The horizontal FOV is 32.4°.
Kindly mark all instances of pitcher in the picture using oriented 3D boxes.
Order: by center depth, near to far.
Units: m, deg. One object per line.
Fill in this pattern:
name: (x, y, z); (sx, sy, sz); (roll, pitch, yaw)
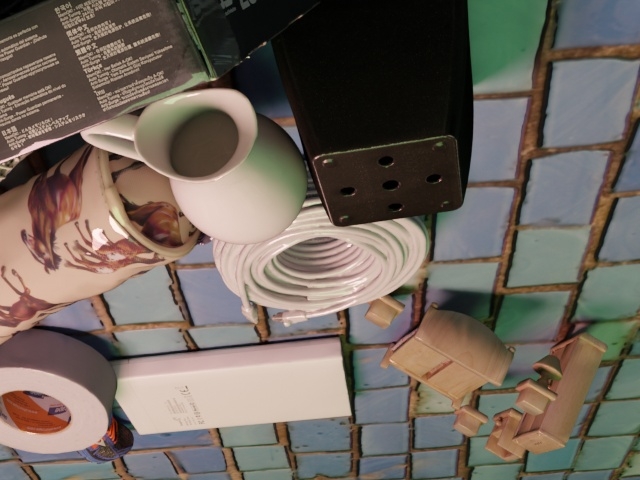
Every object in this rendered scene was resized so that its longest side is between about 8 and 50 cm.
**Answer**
pitcher: (-0.111, -0.073, 1.028); (0.177, 0.125, 0.207); (10, 169, 17)

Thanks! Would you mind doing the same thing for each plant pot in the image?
plant pot: (0.058, -0.121, 1.033); (0.187, 0.167, 0.188); (-8, 149, 5)

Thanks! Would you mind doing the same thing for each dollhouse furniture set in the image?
dollhouse furniture set: (0.222, 0.158, 1.664); (0.355, 0.174, 0.303); (31, 158, -2)

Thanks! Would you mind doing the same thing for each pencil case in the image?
pencil case: (-0.298, 0.007, 1.203); (0.410, 0.160, 0.183); (-25, 176, 33)

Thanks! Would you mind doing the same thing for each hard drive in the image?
hard drive: (-0.134, 0.233, 1.733); (0.353, 0.047, 0.233); (-5, 149, 3)

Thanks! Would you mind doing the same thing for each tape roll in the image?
tape roll: (-0.409, 0.222, 1.599); (0.219, 0.072, 0.219); (2, 136, 2)

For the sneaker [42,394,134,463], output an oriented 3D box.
sneaker: (-0.365, 0.301, 1.787); (0.087, 0.083, 0.221); (-21, 149, 17)

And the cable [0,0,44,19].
cable: (-0.296, -0.233, 0.919); (0.184, 0.047, 0.150); (-9, 145, 13)

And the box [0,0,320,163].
box: (-0.219, -0.125, 0.848); (0.395, 0.318, 0.097); (-18, 107, 19)

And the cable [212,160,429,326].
cable: (0.000, 0.000, 1.311); (0.257, 0.089, 0.257); (-11, 149, 9)

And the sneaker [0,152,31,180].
sneaker: (-0.341, -0.066, 1.106); (0.190, 0.083, 0.071); (-33, 154, -4)
